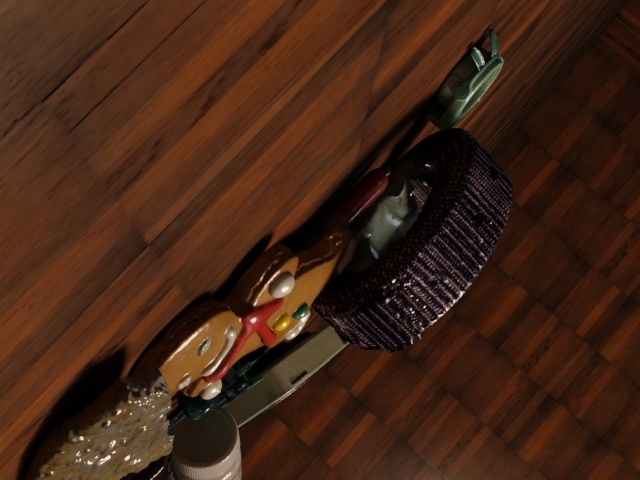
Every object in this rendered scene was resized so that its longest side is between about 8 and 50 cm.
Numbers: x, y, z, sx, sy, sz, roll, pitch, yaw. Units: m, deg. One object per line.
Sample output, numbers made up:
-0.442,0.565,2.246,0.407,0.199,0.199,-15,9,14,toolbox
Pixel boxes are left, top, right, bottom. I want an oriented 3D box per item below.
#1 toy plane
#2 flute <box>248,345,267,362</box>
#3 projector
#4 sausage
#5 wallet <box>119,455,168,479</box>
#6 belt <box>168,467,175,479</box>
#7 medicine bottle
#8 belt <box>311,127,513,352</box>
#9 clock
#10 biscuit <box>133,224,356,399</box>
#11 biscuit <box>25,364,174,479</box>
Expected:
-0.140,0.203,1.217,0.096,0.060,0.235,-44,172,29,toy plane
-0.062,0.140,1.509,0.269,0.014,0.014,-52,172,24,flute
-0.092,0.235,1.451,0.259,0.079,0.257,-40,174,31,projector
0.000,0.000,1.085,0.253,0.034,0.034,-47,172,-5,sausage
-0.315,0.421,1.301,0.228,0.062,0.406,-45,171,-23,wallet
-0.274,0.457,1.666,0.232,0.071,0.053,-52,-172,34,belt
-0.168,0.319,1.281,0.105,0.105,0.168,-45,157,-29,medicine bottle
0.114,-0.007,1.138,0.260,0.122,0.325,-15,-141,56,belt
0.193,-0.207,1.123,0.101,0.041,0.135,-43,170,-32,clock
-0.075,0.093,0.947,0.216,0.047,0.339,-56,164,22,biscuit
-0.202,0.187,0.799,0.141,0.038,0.290,-29,163,-20,biscuit
